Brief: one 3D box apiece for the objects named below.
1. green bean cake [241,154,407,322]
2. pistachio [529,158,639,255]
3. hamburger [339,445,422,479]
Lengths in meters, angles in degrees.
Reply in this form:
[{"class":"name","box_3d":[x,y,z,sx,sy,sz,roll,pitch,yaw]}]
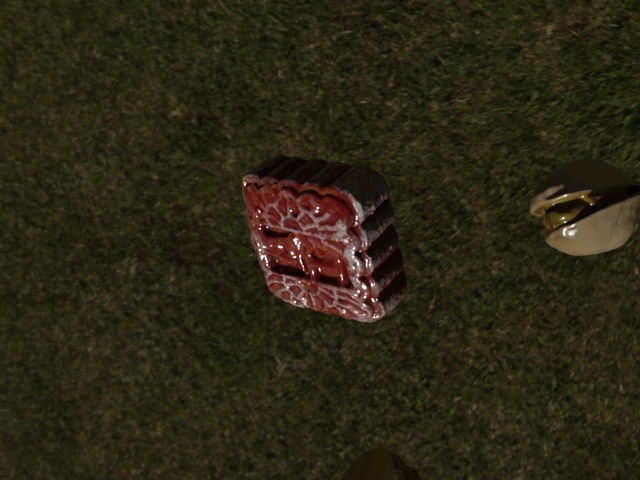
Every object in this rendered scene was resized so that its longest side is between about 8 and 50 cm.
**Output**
[{"class":"green bean cake","box_3d":[0.000,0.000,0.615,0.135,0.056,0.135,9,126,37]},{"class":"pistachio","box_3d":[0.286,-0.035,0.778,0.113,0.149,0.113,7,103,32]},{"class":"hamburger","box_3d":[0.043,0.279,0.714,0.083,0.138,0.147,32,103,7]}]
